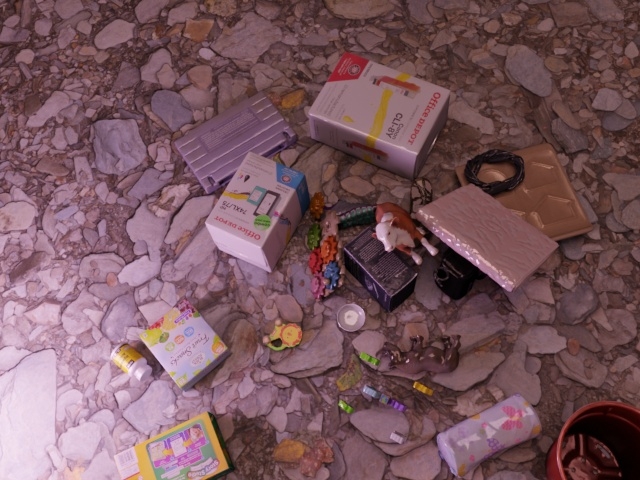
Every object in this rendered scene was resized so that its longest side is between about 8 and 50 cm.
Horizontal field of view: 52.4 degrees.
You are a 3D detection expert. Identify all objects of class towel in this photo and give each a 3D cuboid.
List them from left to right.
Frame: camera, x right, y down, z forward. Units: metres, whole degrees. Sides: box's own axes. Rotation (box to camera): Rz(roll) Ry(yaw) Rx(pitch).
[{"bbox_3d":[0.466,-0.019,1.813,0.331,0.053,0.317,40,39,21],"label":"towel"}]

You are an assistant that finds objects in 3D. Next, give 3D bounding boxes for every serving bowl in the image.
[{"bbox_3d":[0.090,0.230,1.911,0.083,0.027,0.083,-1,65,3],"label":"serving bowl"}]

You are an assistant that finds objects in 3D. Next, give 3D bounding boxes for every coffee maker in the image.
[{"bbox_3d":[0.385,0.090,1.872,0.171,0.178,0.120,-18,64,-7],"label":"coffee maker"}]

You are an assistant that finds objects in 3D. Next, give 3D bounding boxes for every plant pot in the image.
[{"bbox_3d":[0.686,0.555,1.598,0.272,0.265,0.273,-2,66,4],"label":"plant pot"}]

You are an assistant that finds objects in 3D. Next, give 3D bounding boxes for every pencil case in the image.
[{"bbox_3d":[0.444,0.513,1.715,0.273,0.113,0.124,-26,73,-8],"label":"pencil case"}]

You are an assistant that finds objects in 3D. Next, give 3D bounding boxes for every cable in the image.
[{"bbox_3d":[0.538,-0.215,2.004,0.184,0.047,0.151,-25,57,-5],"label":"cable"}]

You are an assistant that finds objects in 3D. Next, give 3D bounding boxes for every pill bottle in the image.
[{"bbox_3d":[-0.543,0.352,1.876,0.116,0.065,0.065,35,72,17],"label":"pill bottle"}]

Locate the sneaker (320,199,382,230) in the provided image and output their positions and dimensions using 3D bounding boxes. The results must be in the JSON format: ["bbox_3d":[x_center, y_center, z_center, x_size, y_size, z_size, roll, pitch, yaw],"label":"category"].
[{"bbox_3d":[0.101,-0.100,2.031,0.223,0.083,0.098,-13,61,-2],"label":"sneaker"}]

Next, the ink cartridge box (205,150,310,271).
[{"bbox_3d":[-0.184,-0.083,1.975,0.198,0.197,0.270,23,70,14],"label":"ink cartridge box"}]

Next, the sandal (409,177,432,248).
[{"bbox_3d":[0.304,-0.083,2.014,0.089,0.060,0.220,2,84,4],"label":"sandal"}]

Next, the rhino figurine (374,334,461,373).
[{"bbox_3d":[0.275,0.322,1.833,0.243,0.073,0.106,-3,76,6],"label":"rhino figurine"}]

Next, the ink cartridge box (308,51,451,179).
[{"bbox_3d":[0.194,-0.408,2.117,0.384,0.160,0.279,24,70,14],"label":"ink cartridge box"}]

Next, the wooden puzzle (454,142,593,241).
[{"bbox_3d":[0.618,-0.121,2.013,0.321,0.080,0.348,-15,61,-4],"label":"wooden puzzle"}]

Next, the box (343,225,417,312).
[{"bbox_3d":[0.173,0.087,1.902,0.108,0.153,0.207,-39,70,-14],"label":"box"}]

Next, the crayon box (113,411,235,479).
[{"bbox_3d":[-0.391,0.599,1.747,0.278,0.081,0.165,-24,67,-7],"label":"crayon box"}]

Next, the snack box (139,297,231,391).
[{"bbox_3d":[-0.391,0.302,1.887,0.174,0.070,0.207,-40,71,-14],"label":"snack box"}]

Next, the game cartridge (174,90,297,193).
[{"bbox_3d":[-0.283,-0.333,2.172,0.355,0.068,0.230,-32,64,-10],"label":"game cartridge"}]

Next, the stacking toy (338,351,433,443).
[{"bbox_3d":[0.175,0.430,1.785,0.221,0.052,0.167,26,88,20],"label":"stacking toy"}]

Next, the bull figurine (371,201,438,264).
[{"bbox_3d":[0.227,-0.024,1.843,0.188,0.310,0.101,42,105,-13],"label":"bull figurine"}]

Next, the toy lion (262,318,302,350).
[{"bbox_3d":[-0.105,0.282,1.901,0.096,0.034,0.100,33,72,9],"label":"toy lion"}]

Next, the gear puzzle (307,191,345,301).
[{"bbox_3d":[0.000,0.000,1.946,0.044,0.175,0.339,8,62,-28],"label":"gear puzzle"}]
